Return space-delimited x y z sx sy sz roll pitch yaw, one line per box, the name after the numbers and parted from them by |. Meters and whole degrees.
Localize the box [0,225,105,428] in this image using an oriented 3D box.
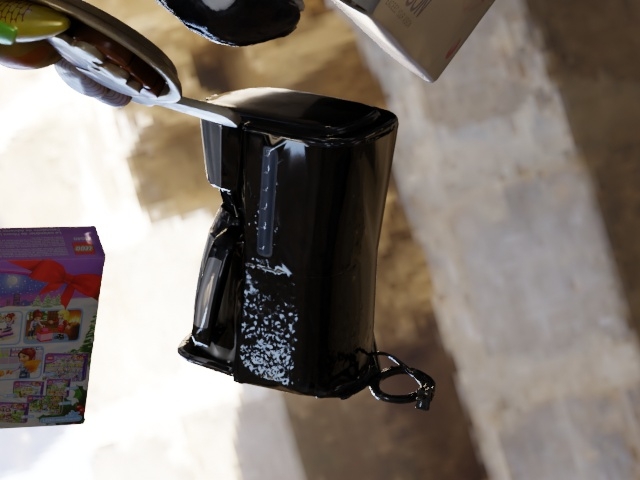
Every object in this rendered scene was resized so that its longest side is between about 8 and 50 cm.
-0.355 0.085 1.847 0.293 0.201 0.057 -1 -145 -19 | box

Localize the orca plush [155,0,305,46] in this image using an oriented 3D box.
-0.127 -0.221 1.123 0.102 0.287 0.151 -32 -168 -20 | orca plush

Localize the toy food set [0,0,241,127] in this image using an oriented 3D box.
-0.140 -0.105 1.142 0.132 0.038 0.192 17 166 41 | toy food set

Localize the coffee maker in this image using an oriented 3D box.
0.000 0.000 1.289 0.171 0.178 0.120 7 -160 2 | coffee maker

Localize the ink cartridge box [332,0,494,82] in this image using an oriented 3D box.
0.136 -0.287 1.504 0.330 0.071 0.324 -53 168 4 | ink cartridge box
